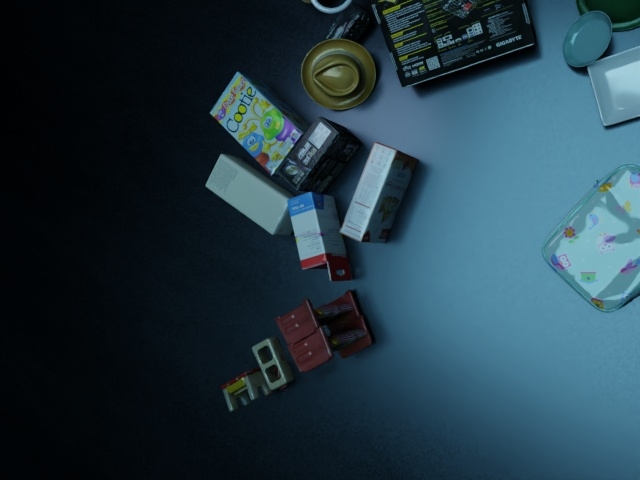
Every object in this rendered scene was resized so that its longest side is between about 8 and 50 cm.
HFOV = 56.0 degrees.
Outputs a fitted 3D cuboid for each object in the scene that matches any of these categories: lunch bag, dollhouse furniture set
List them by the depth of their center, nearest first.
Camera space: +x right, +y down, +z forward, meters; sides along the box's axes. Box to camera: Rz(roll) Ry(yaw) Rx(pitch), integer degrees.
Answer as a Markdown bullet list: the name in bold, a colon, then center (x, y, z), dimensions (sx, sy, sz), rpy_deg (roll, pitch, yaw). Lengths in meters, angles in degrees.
- **lunch bag**: center (0.613, -0.010, 1.239), dimensions (0.279, 0.108, 0.224), rpy_deg (-49, 63, 16)
- **dollhouse furniture set**: center (-0.077, 0.283, 1.553), dimensions (0.374, 0.201, 0.152), rpy_deg (-34, 74, 30)

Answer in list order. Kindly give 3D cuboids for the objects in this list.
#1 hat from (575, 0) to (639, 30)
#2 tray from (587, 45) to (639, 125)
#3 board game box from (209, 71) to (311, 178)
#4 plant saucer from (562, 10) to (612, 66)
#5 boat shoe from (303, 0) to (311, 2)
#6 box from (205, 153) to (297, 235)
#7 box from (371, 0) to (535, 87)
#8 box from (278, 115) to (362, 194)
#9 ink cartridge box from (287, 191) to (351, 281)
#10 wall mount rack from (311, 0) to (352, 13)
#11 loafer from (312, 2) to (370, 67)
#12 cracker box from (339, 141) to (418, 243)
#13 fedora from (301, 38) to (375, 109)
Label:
- **hat**: center (0.594, -0.544, 1.223), dimensions (0.208, 0.183, 0.173), rpy_deg (21, 98, 27)
- **tray**: center (0.711, -0.342, 1.242), dimensions (0.270, 0.030, 0.145), rpy_deg (-15, 81, 27)
- **board game box**: center (-0.141, -0.305, 1.629), dimensions (0.275, 0.144, 0.142), rpy_deg (46, 109, 22)
- **plant saucer**: center (0.579, -0.431, 1.296), dimensions (0.119, 0.021, 0.119), rpy_deg (-19, 67, 56)
- **boat shoe**: center (0.035, -0.747, 1.579), dimensions (0.277, 0.098, 0.096), rpy_deg (-39, 36, 7)
- **box**: center (-0.181, -0.128, 1.672), dimensions (0.275, 0.094, 0.113), rpy_deg (36, 105, 24)
- **box**: center (0.296, -0.522, 1.370), dimensions (0.322, 0.079, 0.257), rpy_deg (-14, 114, 26)
- **box**: center (0.001, -0.215, 1.548), dimensions (0.077, 0.147, 0.180), rpy_deg (45, 109, 22)
- **ink cartridge box**: center (0.000, 0.000, 1.548), dimensions (0.078, 0.134, 0.231), rpy_deg (-17, 80, 26)
- **wall mount rack**: center (0.102, -0.702, 1.458), dimensions (0.304, 0.130, 0.350), rpy_deg (12, 96, 2)
- **loafer**: center (0.041, -0.522, 1.584), dimensions (0.223, 0.076, 0.078), rpy_deg (-48, 49, 23)
- **cracker box**: center (0.145, -0.110, 1.463), dimensions (0.067, 0.156, 0.232), rpy_deg (26, 101, 26)
- **fedora**: center (0.043, -0.418, 1.533), dimensions (0.194, 0.079, 0.194), rpy_deg (3, 112, 7)
